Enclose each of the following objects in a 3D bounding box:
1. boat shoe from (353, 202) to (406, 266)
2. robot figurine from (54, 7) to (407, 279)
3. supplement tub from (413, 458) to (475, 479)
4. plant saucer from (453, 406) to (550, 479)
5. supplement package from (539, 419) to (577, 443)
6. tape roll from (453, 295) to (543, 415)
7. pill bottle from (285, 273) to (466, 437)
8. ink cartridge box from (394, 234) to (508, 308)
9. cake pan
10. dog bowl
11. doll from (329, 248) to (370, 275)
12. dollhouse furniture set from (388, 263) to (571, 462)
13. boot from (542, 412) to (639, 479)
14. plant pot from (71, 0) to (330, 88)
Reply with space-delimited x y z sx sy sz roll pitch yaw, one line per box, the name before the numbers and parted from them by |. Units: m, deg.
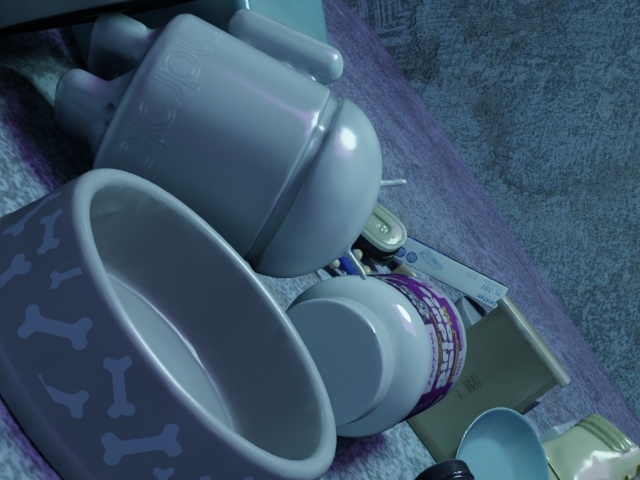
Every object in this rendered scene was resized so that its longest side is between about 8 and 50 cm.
boat shoe | 0.041 -0.055 1.912 0.233 0.084 0.079 48 -25 16
robot figurine | -0.088 -0.090 1.182 0.354 0.299 0.200 27 -15 -7
supplement tub | 0.165 0.329 1.239 0.106 0.106 0.198 34 21 -49
plant saucer | 0.210 0.302 1.443 0.195 0.037 0.194 8 78 -43
supplement package | 0.363 0.348 1.803 0.105 0.105 0.179 55 14 16
tape roll | 0.279 0.200 1.977 0.219 0.072 0.219 46 15 -16
pill bottle | 0.049 0.120 1.266 0.169 0.169 0.301 54 15 11
ink cartridge box | 0.217 0.050 2.022 0.207 0.046 0.097 27 4 2
cake pan | -0.222 -0.260 1.210 0.293 0.293 0.054 -52 132 -76
dog bowl | -0.120 0.089 0.957 0.349 0.102 0.349 47 14 -16
doll | 0.000 0.000 1.660 0.189 0.046 0.129 39 18 -41
dollhouse furniture set | 0.207 0.141 1.645 0.286 0.198 0.303 54 14 8
boot | 0.382 0.374 1.617 0.203 0.095 0.262 -20 58 -27
plant pot | -0.130 -0.215 1.426 0.247 0.248 0.252 29 41 -58
